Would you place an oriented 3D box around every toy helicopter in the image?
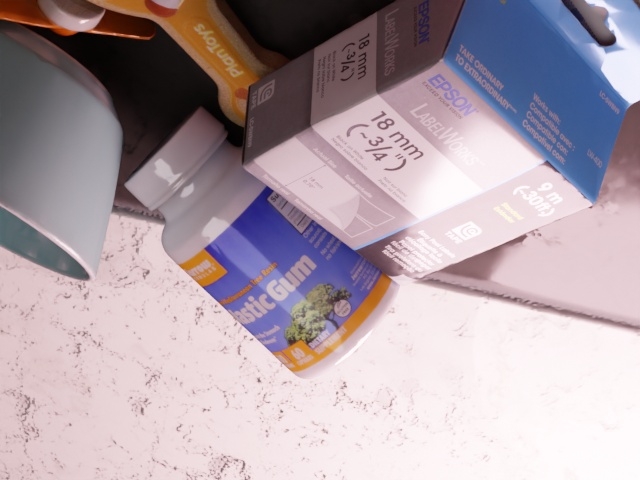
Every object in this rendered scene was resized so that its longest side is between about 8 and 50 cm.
[{"bbox_3d":[-0.144,-0.215,1.074,0.235,0.140,0.355,-24,132,21],"label":"toy helicopter"}]

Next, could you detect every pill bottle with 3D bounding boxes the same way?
[{"bbox_3d":[-0.063,-0.001,1.199,0.272,0.152,0.152,44,125,-12],"label":"pill bottle"}]

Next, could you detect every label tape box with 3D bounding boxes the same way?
[{"bbox_3d":[0.131,-0.108,1.061,0.334,0.105,0.241,-26,135,33],"label":"label tape box"}]

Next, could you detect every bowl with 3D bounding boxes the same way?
[{"bbox_3d":[-0.310,-0.105,1.126,0.312,0.163,0.311,28,166,7],"label":"bowl"}]

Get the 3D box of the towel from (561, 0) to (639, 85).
[{"bbox_3d":[0.284,-0.251,1.008,0.285,0.034,0.209,-26,121,31],"label":"towel"}]
